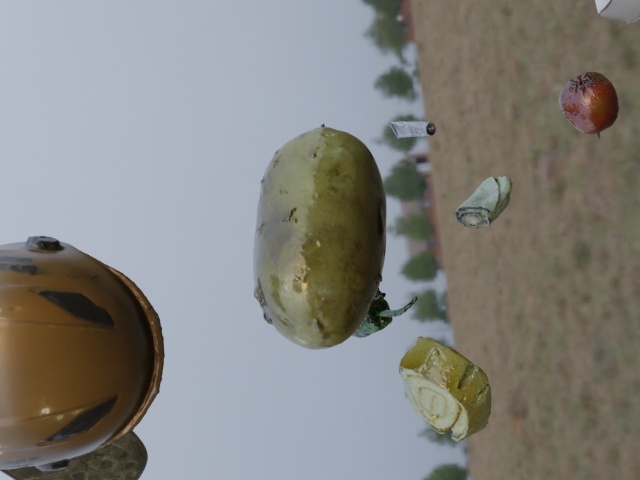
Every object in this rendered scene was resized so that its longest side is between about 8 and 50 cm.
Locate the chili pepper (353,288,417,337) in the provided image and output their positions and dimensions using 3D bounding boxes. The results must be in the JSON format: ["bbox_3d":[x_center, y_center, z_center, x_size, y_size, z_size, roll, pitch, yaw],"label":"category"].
[{"bbox_3d":[0.065,0.105,1.769,0.279,0.122,0.065,-147,35,-78],"label":"chili pepper"}]

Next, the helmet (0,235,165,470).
[{"bbox_3d":[-0.252,0.099,0.945,0.130,0.224,0.198,-27,-63,-77],"label":"helmet"}]

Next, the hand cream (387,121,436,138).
[{"bbox_3d":[0.136,-0.162,1.703,0.093,0.019,0.030,9,137,54],"label":"hand cream"}]

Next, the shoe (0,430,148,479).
[{"bbox_3d":[-0.373,0.215,1.458,0.316,0.124,0.159,32,-178,-30],"label":"shoe"}]

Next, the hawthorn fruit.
[{"bbox_3d":[0.332,-0.168,1.427,0.077,0.077,0.077,-7,-90,-85],"label":"hawthorn fruit"}]

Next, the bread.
[{"bbox_3d":[0.159,0.189,1.471,0.117,0.064,0.156,37,158,26],"label":"bread"}]

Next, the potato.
[{"bbox_3d":[0.000,0.000,1.525,0.210,0.173,0.307,86,-169,-53],"label":"potato"}]

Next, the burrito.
[{"bbox_3d":[0.252,-0.061,1.729,0.118,0.074,0.044,-41,-66,-42],"label":"burrito"}]

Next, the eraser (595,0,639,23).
[{"bbox_3d":[0.380,-0.392,1.443,0.124,0.068,0.210,131,138,-56],"label":"eraser"}]
